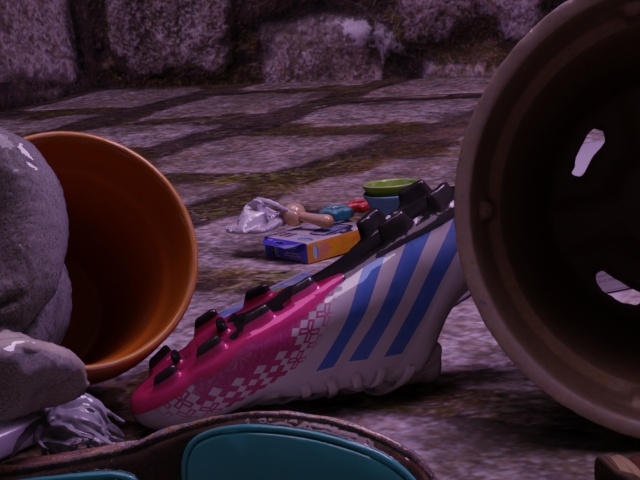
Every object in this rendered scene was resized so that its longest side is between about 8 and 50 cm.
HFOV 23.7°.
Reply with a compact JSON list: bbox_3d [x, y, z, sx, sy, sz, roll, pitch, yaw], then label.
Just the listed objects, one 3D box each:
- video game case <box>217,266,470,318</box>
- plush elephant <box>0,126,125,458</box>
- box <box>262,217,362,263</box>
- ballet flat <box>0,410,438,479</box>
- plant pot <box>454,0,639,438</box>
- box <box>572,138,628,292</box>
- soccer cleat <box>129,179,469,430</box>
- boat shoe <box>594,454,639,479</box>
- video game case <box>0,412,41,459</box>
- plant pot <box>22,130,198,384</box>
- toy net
[{"bbox_3d":[0.020,0.063,1.481,0.193,0.023,0.212,1,14,30],"label":"video game case"},{"bbox_3d":[-0.279,0.063,1.007,0.272,0.330,0.255,-39,5,13],"label":"plush elephant"},{"bbox_3d":[0.000,0.000,1.778,0.136,0.028,0.081,-18,17,-36],"label":"box"},{"bbox_3d":[-0.077,0.155,0.929,0.316,0.107,0.106,-3,-1,11],"label":"ballet flat"},{"bbox_3d":[0.284,-0.028,1.191,0.334,0.333,0.305,-4,1,10],"label":"plant pot"},{"bbox_3d":[0.298,-0.031,1.561,0.182,0.119,0.181,-10,13,-19],"label":"box"},{"bbox_3d":[0.013,0.084,1.216,0.331,0.143,0.116,-32,12,-9],"label":"soccer cleat"},{"bbox_3d":[0.206,0.158,0.859,0.060,0.064,0.178,-9,10,-5],"label":"boat shoe"},{"bbox_3d":[-0.315,0.154,1.221,0.183,0.023,0.201,4,16,37],"label":"video game case"},{"bbox_3d":[-0.226,0.037,1.297,0.205,0.205,0.188,-11,-15,-23],"label":"plant pot"},{"bbox_3d":[0.002,-0.045,1.808,0.232,0.045,0.122,-6,12,1],"label":"toy net"}]
